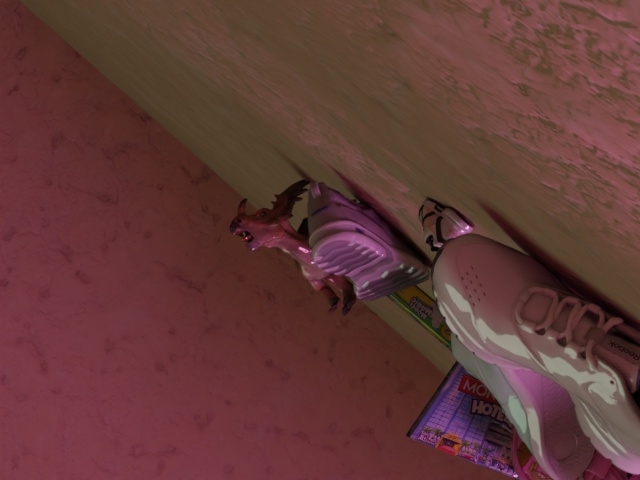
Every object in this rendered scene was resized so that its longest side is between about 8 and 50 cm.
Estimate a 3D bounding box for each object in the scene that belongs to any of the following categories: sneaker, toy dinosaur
[{"bbox_3d":[0.253,0.186,1.911,0.151,0.094,0.256,26,148,57],"label":"sneaker"},{"bbox_3d":[0.117,-0.013,1.541,0.040,0.043,0.109,39,178,-13],"label":"sneaker"},{"bbox_3d":[0.231,0.089,1.352,0.297,0.111,0.129,37,161,-2],"label":"sneaker"},{"bbox_3d":[0.066,-0.002,2.019,0.281,0.105,0.115,39,-147,-62],"label":"sneaker"},{"bbox_3d":[0.000,0.000,2.323,0.200,0.127,0.296,47,-170,17],"label":"toy dinosaur"}]

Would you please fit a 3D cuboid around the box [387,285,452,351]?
[{"bbox_3d":[0.186,0.130,2.514,0.179,0.043,0.105,38,176,5],"label":"box"}]

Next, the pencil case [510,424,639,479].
[{"bbox_3d":[0.392,0.343,2.111,0.386,0.167,0.160,45,-143,-50],"label":"pencil case"}]

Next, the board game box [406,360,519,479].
[{"bbox_3d":[0.246,0.222,2.145,0.194,0.194,0.060,21,176,-1],"label":"board game box"}]
